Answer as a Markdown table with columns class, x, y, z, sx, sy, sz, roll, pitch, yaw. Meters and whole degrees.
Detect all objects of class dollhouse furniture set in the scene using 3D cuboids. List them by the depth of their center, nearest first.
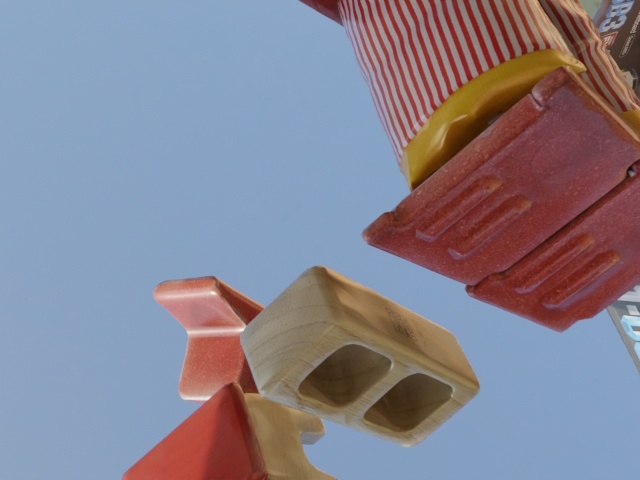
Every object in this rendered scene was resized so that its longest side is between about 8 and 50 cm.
| class | x | y | z | sx | sy | sz | roll | pitch | yaw |
| --- | --- | --- | --- | --- | --- | --- | --- | --- | --- |
| dollhouse furniture set | 0.000 | 0.000 | 0.681 | 0.152 | 0.374 | 0.201 | 27 | -149 | -41 |

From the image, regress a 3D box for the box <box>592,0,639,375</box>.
| class | x | y | z | sx | sy | sz | roll | pitch | yaw |
| --- | --- | --- | --- | --- | --- | --- | --- | --- | --- |
| box | 0.261 | -0.032 | 0.826 | 0.295 | 0.073 | 0.293 | 58 | -139 | -24 |
